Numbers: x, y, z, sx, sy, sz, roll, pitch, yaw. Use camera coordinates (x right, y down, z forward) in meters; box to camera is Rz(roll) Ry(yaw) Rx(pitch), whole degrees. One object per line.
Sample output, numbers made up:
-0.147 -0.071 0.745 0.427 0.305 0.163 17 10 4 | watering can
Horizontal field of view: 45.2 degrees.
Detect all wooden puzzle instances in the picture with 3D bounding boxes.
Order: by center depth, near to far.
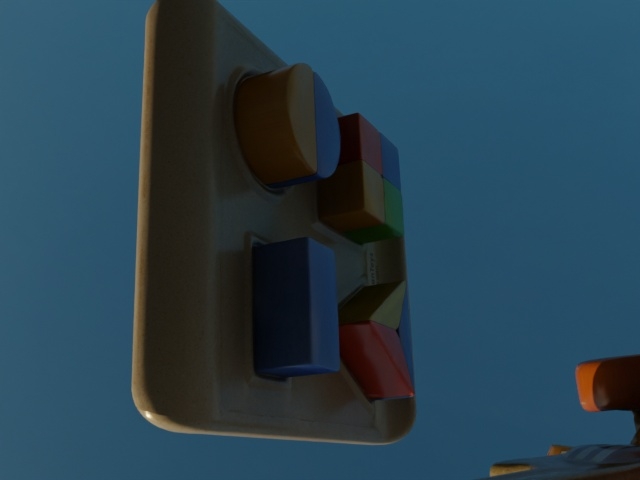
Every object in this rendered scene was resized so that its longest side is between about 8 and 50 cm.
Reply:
0.000 0.000 0.640 0.081 0.348 0.322 -12 -110 30 | wooden puzzle

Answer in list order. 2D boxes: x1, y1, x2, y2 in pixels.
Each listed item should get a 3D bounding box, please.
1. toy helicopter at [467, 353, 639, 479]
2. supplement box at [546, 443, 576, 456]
0.147 0.120 0.344 0.355 0.235 0.140 2 -104 -31 | toy helicopter
0.284 0.225 0.624 0.078 0.233 0.080 39 -112 -19 | supplement box
